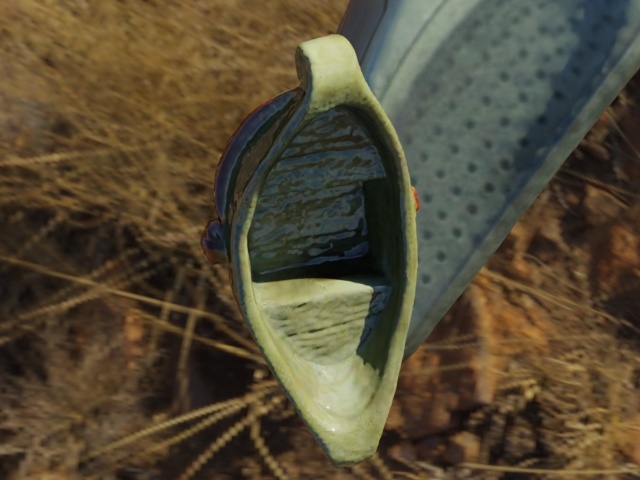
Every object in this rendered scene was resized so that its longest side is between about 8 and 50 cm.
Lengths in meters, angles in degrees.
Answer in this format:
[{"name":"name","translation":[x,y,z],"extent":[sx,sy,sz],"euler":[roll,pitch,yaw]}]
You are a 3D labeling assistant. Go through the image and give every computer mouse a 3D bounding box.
[{"name":"computer mouse","translation":[0.068,-0.090,0.812],"extent":[0.122,0.188,0.371],"euler":[30,111,-6]}]

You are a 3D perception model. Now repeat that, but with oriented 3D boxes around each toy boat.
[{"name":"toy boat","translation":[0.000,-0.001,0.689],"extent":[0.089,0.185,0.071],"euler":[-11,31,-12]}]
